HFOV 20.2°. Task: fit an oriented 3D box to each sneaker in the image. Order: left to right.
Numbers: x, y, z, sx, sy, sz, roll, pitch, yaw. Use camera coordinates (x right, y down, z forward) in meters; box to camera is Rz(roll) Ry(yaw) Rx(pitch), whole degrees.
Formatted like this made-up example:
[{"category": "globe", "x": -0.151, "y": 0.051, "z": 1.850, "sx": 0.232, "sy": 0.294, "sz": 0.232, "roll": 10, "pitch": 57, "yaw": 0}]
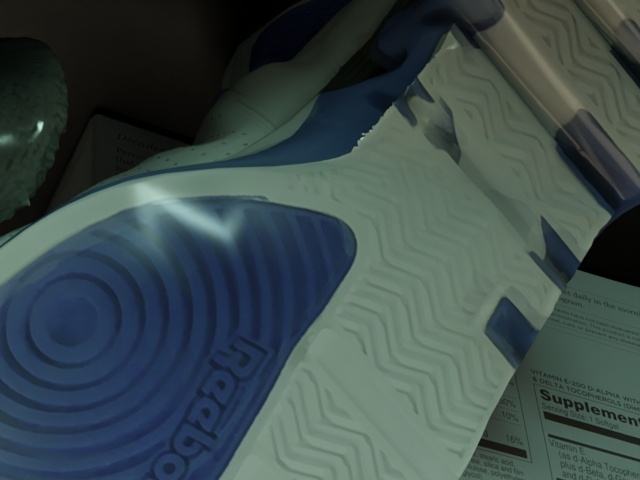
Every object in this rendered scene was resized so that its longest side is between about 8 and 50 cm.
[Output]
[{"category": "sneaker", "x": 0.001, "y": -0.001, "z": 0.563, "sx": 0.127, "sy": 0.315, "sz": 0.182, "roll": 53, "pitch": 160, "yaw": -7}]

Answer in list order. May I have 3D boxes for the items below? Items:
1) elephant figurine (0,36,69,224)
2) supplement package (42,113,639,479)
[{"category": "elephant figurine", "x": -0.151, "y": -0.046, "z": 0.493, "sx": 0.169, "sy": 0.239, "sz": 0.186, "roll": 4, "pitch": 133, "yaw": -8}, {"category": "supplement package", "x": -0.007, "y": 0.102, "z": 0.715, "sx": 0.261, "sy": 0.145, "sz": 0.204, "roll": 17, "pitch": 130, "yaw": -20}]
